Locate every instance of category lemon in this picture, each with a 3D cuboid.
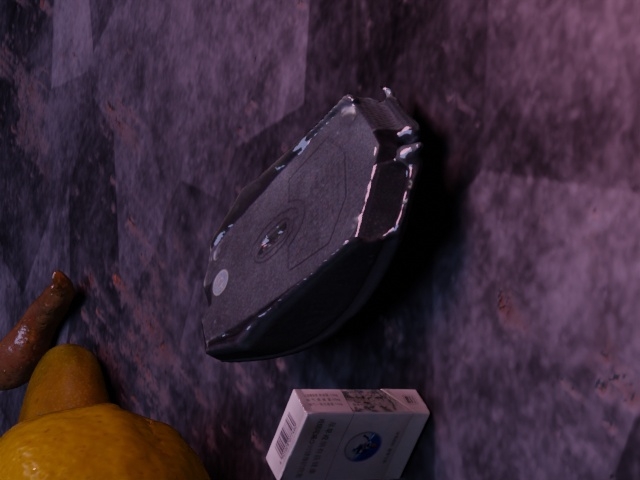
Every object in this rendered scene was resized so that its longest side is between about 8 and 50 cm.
[{"bbox_3d":[-0.163,0.222,0.998,0.260,0.204,0.204,-140,60,-61],"label":"lemon"}]

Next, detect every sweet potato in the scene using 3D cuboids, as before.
[{"bbox_3d":[-0.283,0.088,1.401,0.214,0.050,0.050,-50,44,41],"label":"sweet potato"}]

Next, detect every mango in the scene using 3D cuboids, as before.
[{"bbox_3d":[-0.228,0.192,1.239,0.136,0.099,0.227,130,145,-51],"label":"mango"}]

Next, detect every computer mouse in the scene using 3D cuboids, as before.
[{"bbox_3d":[0.002,0.003,0.869,0.231,0.071,0.126,-43,35,38],"label":"computer mouse"}]

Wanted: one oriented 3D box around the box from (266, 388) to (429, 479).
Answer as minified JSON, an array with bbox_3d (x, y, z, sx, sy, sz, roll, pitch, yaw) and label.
[{"bbox_3d":[0.016,0.112,0.807,0.024,0.083,0.054,54,132,48],"label":"box"}]
